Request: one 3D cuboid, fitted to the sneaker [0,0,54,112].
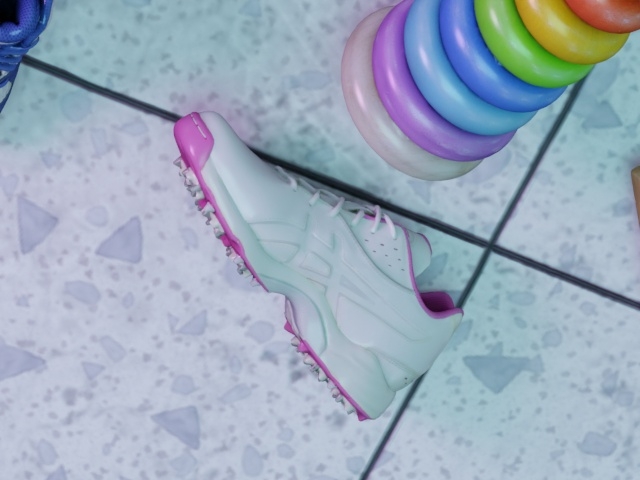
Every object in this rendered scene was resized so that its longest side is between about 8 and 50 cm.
[{"bbox_3d":[-0.246,-0.163,1.204,0.112,0.131,0.296,-9,140,-23],"label":"sneaker"}]

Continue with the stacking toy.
[{"bbox_3d":[0.160,-0.159,1.187,0.141,0.141,0.330,37,143,-19],"label":"stacking toy"}]

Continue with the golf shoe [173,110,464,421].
[{"bbox_3d":[0.000,0.000,1.361,0.140,0.115,0.306,-36,119,0],"label":"golf shoe"}]

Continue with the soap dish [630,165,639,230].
[{"bbox_3d":[0.391,0.054,1.402,0.229,0.118,0.291,-13,114,2],"label":"soap dish"}]
